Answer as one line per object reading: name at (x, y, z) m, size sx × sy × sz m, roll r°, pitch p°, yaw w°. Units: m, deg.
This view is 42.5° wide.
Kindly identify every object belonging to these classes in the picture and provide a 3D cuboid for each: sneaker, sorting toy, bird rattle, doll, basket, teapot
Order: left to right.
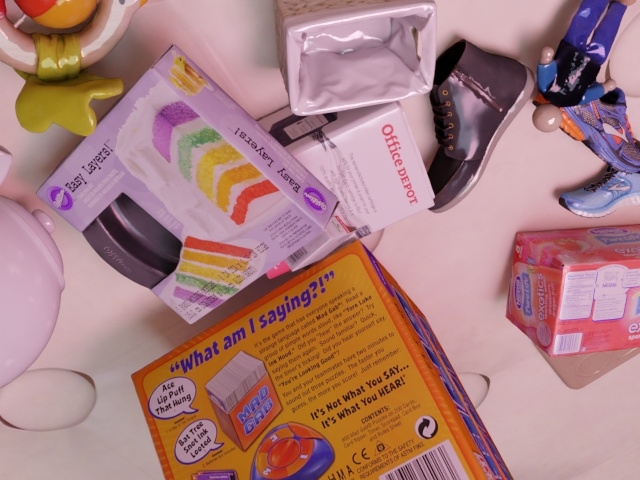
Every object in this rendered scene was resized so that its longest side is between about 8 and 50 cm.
teapot at (-0.381, 0.035, 0.934) m, size 0.187 × 0.256 × 0.252 m, roll -45°, pitch 116°, yaw -30°
bird rattle at (-0.289, -0.234, 0.806) m, size 0.207 × 0.143 × 0.253 m, roll -45°, pitch 117°, yaw 5°
basket at (0.033, -0.221, 0.912) m, size 0.167 × 0.103 × 0.113 m, roll -12°, pitch 132°, yaw -11°
sneaker at (0.163, -0.146, 1.050) m, size 0.118 × 0.083 × 0.222 m, roll 19°, pitch 112°, yaw -26°
doll at (0.321, -0.219, 1.015) m, size 0.129 × 0.046 × 0.189 m, roll 22°, pitch 100°, yaw -31°
sorting toy at (0.505, 0.175, 1.478) m, size 0.208 × 0.038 × 0.193 m, roll -31°, pitch 133°, yaw 14°
sneaker at (0.387, -0.160, 1.111) m, size 0.221 × 0.083 × 0.087 m, roll 24°, pitch 115°, yaw -36°
sneaker at (0.425, -0.084, 1.216) m, size 0.162 × 0.063 × 0.073 m, roll -16°, pitch 116°, yaw -12°

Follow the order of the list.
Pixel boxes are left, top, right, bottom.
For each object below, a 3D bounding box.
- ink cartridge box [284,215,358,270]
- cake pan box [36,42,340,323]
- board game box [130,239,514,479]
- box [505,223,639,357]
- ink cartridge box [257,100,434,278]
ink cartridge box at (0.000, 0.000, 0.984) m, size 0.063 × 0.029 × 0.115 m, roll -40°, pitch 174°, yaw 19°
cake pan box at (-0.155, -0.048, 0.916) m, size 0.246 × 0.070 × 0.267 m, roll 45°, pitch 128°, yaw -15°
board game box at (0.028, 0.285, 1.119) m, size 0.356 × 0.356 × 0.356 m, roll -31°, pitch 151°, yaw 8°
box at (0.455, 0.068, 1.267) m, size 0.300 × 0.142 × 0.154 m, roll -5°, pitch 112°, yaw -16°
ink cartridge box at (0.002, -0.081, 1.024) m, size 0.237 × 0.100 × 0.172 m, roll -25°, pitch 133°, yaw 3°
